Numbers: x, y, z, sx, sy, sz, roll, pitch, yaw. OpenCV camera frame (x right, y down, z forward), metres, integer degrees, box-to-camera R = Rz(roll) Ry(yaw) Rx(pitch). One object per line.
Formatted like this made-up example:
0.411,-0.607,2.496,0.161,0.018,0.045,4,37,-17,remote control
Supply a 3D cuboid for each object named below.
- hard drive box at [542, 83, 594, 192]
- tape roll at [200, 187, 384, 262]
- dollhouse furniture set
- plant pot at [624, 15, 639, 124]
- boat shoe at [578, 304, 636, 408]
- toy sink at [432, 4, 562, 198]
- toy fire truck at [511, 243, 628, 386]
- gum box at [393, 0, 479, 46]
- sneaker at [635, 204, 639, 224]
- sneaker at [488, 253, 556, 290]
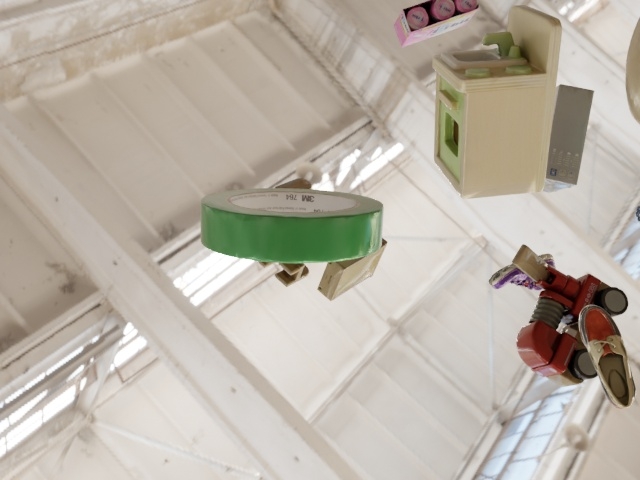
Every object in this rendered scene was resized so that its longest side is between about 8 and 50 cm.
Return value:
0.581,-0.247,1.651,0.089,0.181,0.232,11,-91,0,hard drive box
-0.050,-0.034,1.175,0.321,0.077,0.321,2,-167,-1,tape roll
0.000,0.000,1.503,0.242,0.212,0.161,39,-139,22,dollhouse furniture set
0.703,-0.303,1.268,0.284,0.191,0.284,7,-132,-8,plant pot
0.373,0.149,0.863,0.043,0.049,0.137,19,-124,-70,boat shoe
0.236,-0.198,0.938,0.131,0.234,0.153,-5,-151,-5,toy sink
0.447,0.134,1.296,0.246,0.158,0.217,31,-108,2,toy fire truck
0.283,-0.542,1.610,0.188,0.107,0.062,-21,-90,-6,gum box
0.687,-0.034,1.306,0.135,0.052,0.058,32,-133,15,sneaker
0.430,0.076,1.389,0.169,0.068,0.071,-13,-103,-22,sneaker
